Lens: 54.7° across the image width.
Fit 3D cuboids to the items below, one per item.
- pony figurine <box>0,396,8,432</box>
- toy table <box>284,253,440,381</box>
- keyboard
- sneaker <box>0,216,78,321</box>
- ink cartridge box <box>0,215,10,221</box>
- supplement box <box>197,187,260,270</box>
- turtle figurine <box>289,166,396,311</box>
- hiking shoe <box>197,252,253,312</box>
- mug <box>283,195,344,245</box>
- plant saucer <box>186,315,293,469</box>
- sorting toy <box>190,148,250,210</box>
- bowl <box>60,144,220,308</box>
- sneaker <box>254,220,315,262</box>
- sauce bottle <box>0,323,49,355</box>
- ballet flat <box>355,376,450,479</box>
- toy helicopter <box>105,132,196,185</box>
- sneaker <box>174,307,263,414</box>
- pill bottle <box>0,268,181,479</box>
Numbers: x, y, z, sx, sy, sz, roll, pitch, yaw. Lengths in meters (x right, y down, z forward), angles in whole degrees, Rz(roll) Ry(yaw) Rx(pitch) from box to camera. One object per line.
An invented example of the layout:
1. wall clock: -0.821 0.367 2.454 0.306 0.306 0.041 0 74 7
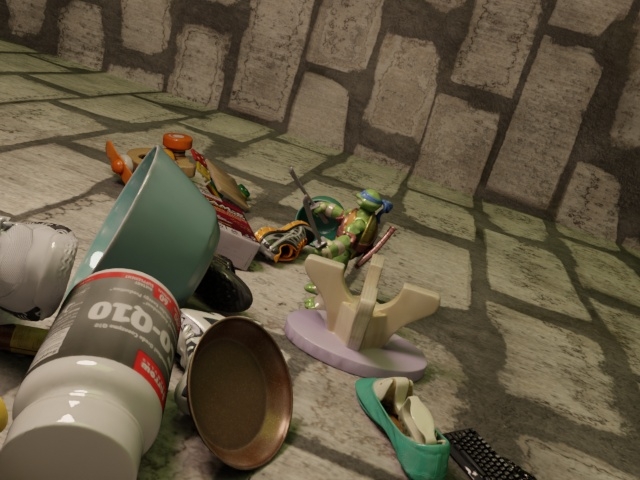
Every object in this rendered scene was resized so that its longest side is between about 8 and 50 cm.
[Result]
1. pony figurine: -0.364 0.219 0.420 0.351 0.303 0.363 37 14 19
2. toy table: 0.082 0.136 1.150 0.274 0.161 0.252 14 19 -6
3. keyboard: 0.269 0.346 0.929 0.108 0.023 0.180 5 23 -31
4. sneaker: -0.493 0.020 0.844 0.365 0.138 0.210 2 -13 45
5. ink cartridge box: -0.641 -0.017 1.124 0.122 0.052 0.088 10 20 -15
6. supplement box: -0.233 -0.030 1.439 0.130 0.073 0.239 25 13 -27
7. turtle figurine: 0.000 0.000 1.291 0.274 0.267 0.198 3 23 -36
8. hiking shoe: -0.198 0.065 1.219 0.226 0.086 0.114 29 25 33
9. mug: -0.008 -0.059 1.666 0.157 0.130 0.097 18 16 5
10. plant saucer: -0.112 0.202 0.828 0.036 0.199 0.198 -20 -3 33
11. sorting toy: -0.279 -0.149 1.730 0.274 0.046 0.132 37 18 -53
12. bowl: -0.283 0.013 1.042 0.163 0.312 0.311 31 13 -21
13. sneaker: -0.079 0.011 1.506 0.083 0.084 0.214 42 31 24
14. sauce bottle: -0.431 0.139 0.880 0.128 0.042 0.042 15 19 -13
15. ballet flat: 0.128 0.261 0.945 0.083 0.087 0.247 8 20 -23
16. toy helicopter: -0.444 -0.186 1.645 0.234 0.140 0.355 3 23 -23
17. sneaker: -0.195 0.170 0.930 0.152 0.094 0.235 12 26 14
18. pill bottle: -0.262 0.168 0.740 0.161 0.161 0.283 13 25 -12
